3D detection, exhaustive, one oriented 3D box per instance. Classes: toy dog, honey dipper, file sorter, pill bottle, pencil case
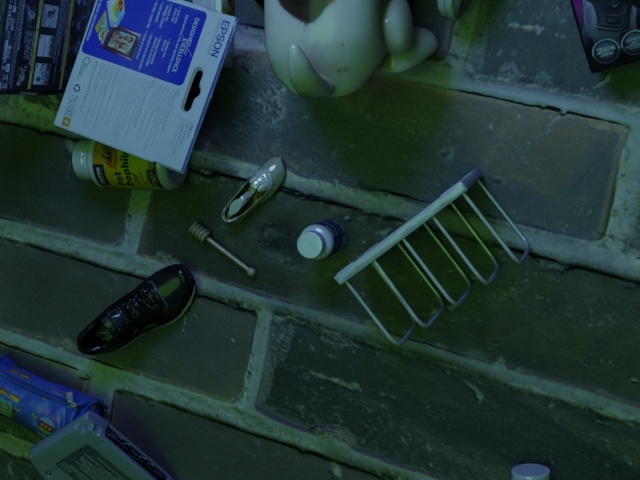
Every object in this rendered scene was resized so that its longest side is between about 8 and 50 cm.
[{"bbox_3d":[-0.011,-0.456,1.453,0.284,0.395,0.408,9,124,29],"label":"toy dog"},{"bbox_3d":[-0.193,0.020,1.837,0.161,0.030,0.030,37,108,10],"label":"honey dipper"},{"bbox_3d":[0.202,0.033,1.611,0.278,0.193,0.173,-37,87,20],"label":"file sorter"},{"bbox_3d":[-0.380,-0.160,1.831,0.215,0.117,0.117,2,98,20],"label":"pill bottle"},{"bbox_3d":[-0.615,0.345,1.985,0.306,0.119,0.133,22,134,15],"label":"pencil case"},{"bbox_3d":[0.383,0.496,1.660,0.094,0.094,0.169,-1,98,20],"label":"pill bottle"},{"bbox_3d":[0.000,0.000,1.714,0.067,0.120,0.067,3,99,19],"label":"pill bottle"}]

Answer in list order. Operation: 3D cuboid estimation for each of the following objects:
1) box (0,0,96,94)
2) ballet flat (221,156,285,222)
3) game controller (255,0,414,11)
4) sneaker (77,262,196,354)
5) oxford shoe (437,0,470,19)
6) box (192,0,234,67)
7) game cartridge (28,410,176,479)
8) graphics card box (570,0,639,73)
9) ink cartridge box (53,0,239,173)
[{"bbox_3d":[-0.527,-0.474,1.733,0.097,0.318,0.395,14,103,18],"label":"box"},{"bbox_3d":[-0.130,-0.092,1.784,0.057,0.052,0.168,45,109,9],"label":"ballet flat"},{"bbox_3d":[0.023,-0.487,1.666,0.319,0.067,0.166,12,102,19],"label":"game controller"},{"bbox_3d":[-0.376,0.154,1.870,0.283,0.124,0.107,-38,85,20],"label":"sneaker"},{"bbox_3d":[0.317,-0.569,1.501,0.130,0.169,0.449,27,101,13],"label":"oxford shoe"},{"bbox_3d":[-0.202,-0.493,1.748,0.067,0.063,0.324,4,99,18],"label":"box"},{"bbox_3d":[-0.452,0.492,1.919,0.196,0.060,0.294,-34,115,16],"label":"game cartridge"},{"bbox_3d":[0.484,-0.467,1.418,0.233,0.094,0.371,-14,117,19],"label":"graphics card box"},{"bbox_3d":[-0.321,-0.308,1.727,0.307,0.072,0.303,21,93,17],"label":"ink cartridge box"}]
